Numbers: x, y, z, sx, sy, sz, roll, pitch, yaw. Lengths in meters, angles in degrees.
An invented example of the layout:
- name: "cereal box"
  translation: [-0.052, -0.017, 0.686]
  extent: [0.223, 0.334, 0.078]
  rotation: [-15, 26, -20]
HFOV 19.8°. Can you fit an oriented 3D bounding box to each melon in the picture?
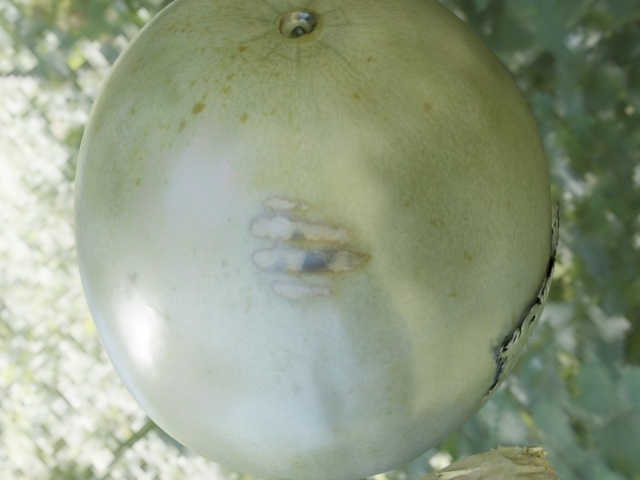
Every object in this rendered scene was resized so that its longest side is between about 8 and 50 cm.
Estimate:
- name: "melon"
  translation: [0.000, 0.000, 1.031]
  extent: [0.268, 0.268, 0.330]
  rotation: [44, 153, 34]

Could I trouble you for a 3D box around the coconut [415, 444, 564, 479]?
- name: "coconut"
  translation: [0.099, 0.385, 1.288]
  extent: [0.404, 0.404, 0.404]
  rotation: [47, 173, 7]
